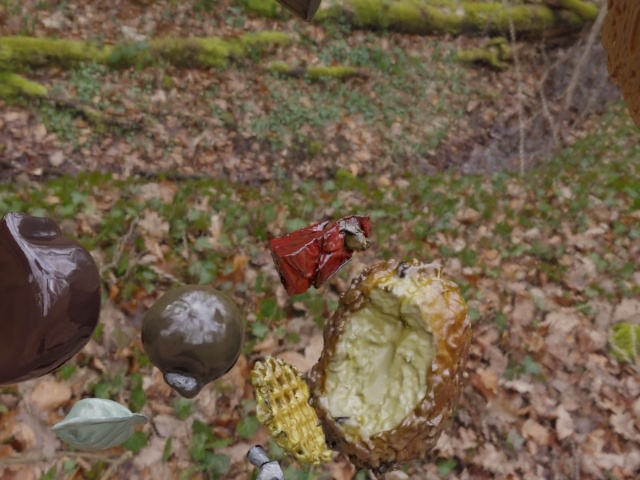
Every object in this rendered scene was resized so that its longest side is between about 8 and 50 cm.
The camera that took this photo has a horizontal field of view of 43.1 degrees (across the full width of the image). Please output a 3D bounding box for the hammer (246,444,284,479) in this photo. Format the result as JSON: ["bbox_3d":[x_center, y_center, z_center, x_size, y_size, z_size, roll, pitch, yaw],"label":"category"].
[{"bbox_3d":[-0.266,0.602,1.736,0.427,0.044,0.152,-28,46,-18],"label":"hammer"}]

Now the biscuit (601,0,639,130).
[{"bbox_3d":[0.234,-0.188,0.574,0.043,0.183,0.280,0,56,8],"label":"biscuit"}]

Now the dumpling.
[{"bbox_3d":[-0.468,0.379,1.735,0.219,0.152,0.108,12,37,-55],"label":"dumpling"}]

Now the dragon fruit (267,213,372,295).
[{"bbox_3d":[0.008,0.018,1.396,0.192,0.092,0.122,-29,19,-19],"label":"dragon fruit"}]

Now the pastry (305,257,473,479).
[{"bbox_3d":[0.138,0.232,1.548,0.293,0.405,0.337,13,-3,20],"label":"pastry"}]

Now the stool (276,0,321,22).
[{"bbox_3d":[-0.081,-0.426,0.862,0.226,0.310,0.310,23,9,8],"label":"stool"}]

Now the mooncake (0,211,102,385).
[{"bbox_3d":[-0.541,0.090,1.371,0.334,0.326,0.174,51,23,13],"label":"mooncake"}]

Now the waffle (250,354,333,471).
[{"bbox_3d":[-0.062,0.403,1.930,0.280,0.060,0.262,37,33,-33],"label":"waffle"}]

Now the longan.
[{"bbox_3d":[-0.227,0.177,1.435,0.185,0.159,0.204,11,69,-23],"label":"longan"}]
